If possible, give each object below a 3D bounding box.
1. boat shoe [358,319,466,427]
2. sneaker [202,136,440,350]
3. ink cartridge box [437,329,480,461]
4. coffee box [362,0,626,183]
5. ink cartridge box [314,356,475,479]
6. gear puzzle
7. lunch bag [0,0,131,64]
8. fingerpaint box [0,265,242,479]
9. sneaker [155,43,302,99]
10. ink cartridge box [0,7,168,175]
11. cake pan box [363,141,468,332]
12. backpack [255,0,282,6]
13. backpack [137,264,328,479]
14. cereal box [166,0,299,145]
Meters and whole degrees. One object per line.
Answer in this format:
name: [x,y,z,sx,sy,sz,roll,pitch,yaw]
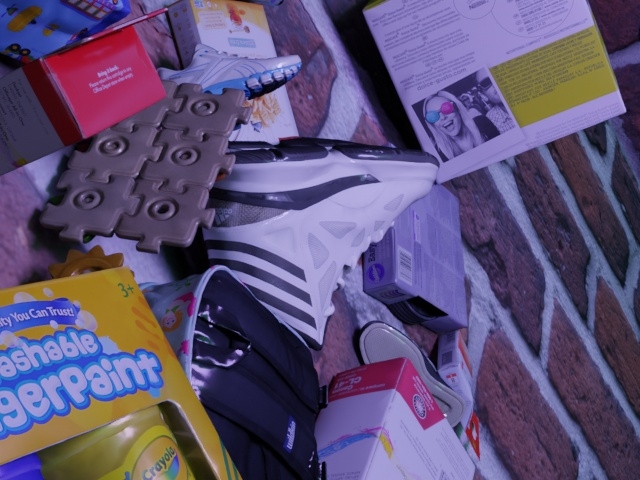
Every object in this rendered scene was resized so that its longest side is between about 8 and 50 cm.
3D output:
boat shoe: [0.129,0.202,1.477,0.233,0.084,0.079,46,2,-27]
sneaker: [-0.001,0.000,1.264,0.447,0.169,0.257,-9,107,-53]
ink cartridge box: [0.248,0.256,1.613,0.179,0.045,0.145,62,15,-13]
coffee box: [0.310,-0.355,1.703,0.334,0.338,0.337,64,19,-17]
ink cartridge box: [0.076,0.339,1.250,0.226,0.131,0.306,60,35,-22]
gear puzzle: [-0.186,-0.045,1.000,0.044,0.176,0.339,89,11,-48]
lunch bag: [-0.330,-0.349,0.953,0.221,0.138,0.293,21,49,-50]
fingerpaint box: [-0.217,0.230,0.601,0.371,0.163,0.445,60,25,10]
sneaker: [-0.116,-0.210,1.185,0.191,0.071,0.083,-19,85,-16]
ink cartridge box: [-0.239,-0.124,0.868,0.078,0.231,0.134,65,32,-14]
cake pan box: [0.159,0.005,1.608,0.246,0.070,0.266,28,52,-47]
backpack: [-0.103,-0.413,1.305,0.188,0.144,0.165,-16,75,-50]
backpack: [-0.117,0.153,0.960,0.253,0.191,0.225,60,27,-50]
cereal box: [-0.108,-0.203,1.295,0.173,0.047,0.240,-16,90,-59]
